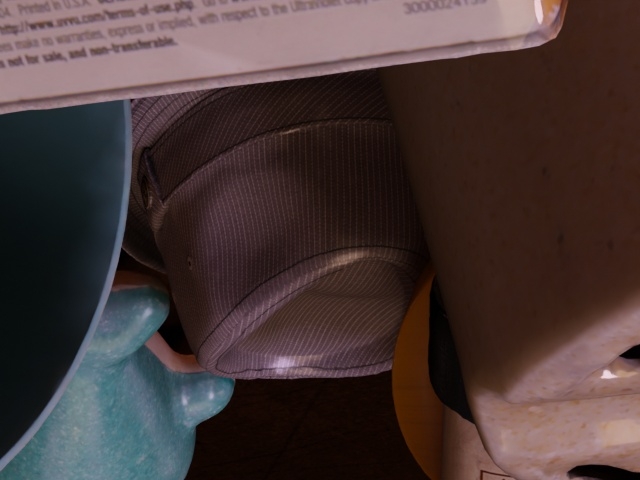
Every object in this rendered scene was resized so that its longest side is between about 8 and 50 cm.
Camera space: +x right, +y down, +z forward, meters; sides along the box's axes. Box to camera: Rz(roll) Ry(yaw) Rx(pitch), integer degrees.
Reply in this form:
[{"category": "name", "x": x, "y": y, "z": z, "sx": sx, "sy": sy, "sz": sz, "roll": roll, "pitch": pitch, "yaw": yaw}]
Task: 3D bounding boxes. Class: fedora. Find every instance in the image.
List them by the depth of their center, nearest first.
[{"category": "fedora", "x": 0.000, "y": 0.000, "z": 0.894, "sx": 0.244, "sy": 0.124, "sz": 0.275, "roll": 6, "pitch": 151, "yaw": -24}]

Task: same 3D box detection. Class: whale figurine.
[{"category": "whale figurine", "x": -0.162, "y": 0.116, "z": 1.068, "sx": 0.216, "sy": 0.141, "sz": 0.272, "roll": 1, "pitch": 152, "yaw": -13}]

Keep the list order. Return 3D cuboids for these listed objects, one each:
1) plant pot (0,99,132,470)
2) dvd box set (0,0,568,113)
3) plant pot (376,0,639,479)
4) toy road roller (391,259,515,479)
[{"category": "plant pot", "x": -0.257, "y": -0.040, "z": 0.607, "sx": 0.235, "sy": 0.293, "sz": 0.293, "roll": 1, "pitch": 160, "yaw": 35}, {"category": "dvd box set", "x": -0.144, "y": -0.208, "z": 0.270, "sx": 0.308, "sy": 0.062, "sz": 0.420, "roll": -6, "pitch": 125, "yaw": 19}, {"category": "plant pot", "x": 0.145, "y": -0.081, "z": 0.567, "sx": 0.334, "sy": 0.305, "sz": 0.334, "roll": -5, "pitch": 153, "yaw": -2}, {"category": "toy road roller", "x": 0.199, "y": 0.073, "z": 0.783, "sx": 0.329, "sy": 0.240, "sz": 0.202, "roll": 5, "pitch": 120, "yaw": 11}]
